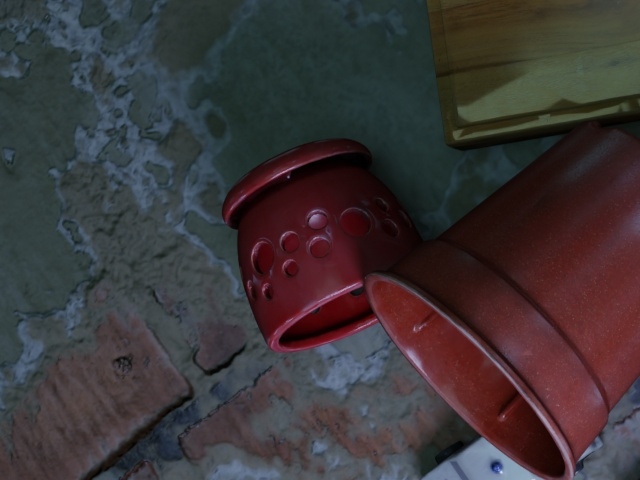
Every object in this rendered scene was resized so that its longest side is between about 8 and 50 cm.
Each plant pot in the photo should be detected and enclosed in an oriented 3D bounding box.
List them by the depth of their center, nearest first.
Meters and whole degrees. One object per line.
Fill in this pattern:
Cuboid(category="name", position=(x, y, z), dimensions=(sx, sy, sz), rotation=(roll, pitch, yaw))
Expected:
Cuboid(category="plant pot", position=(0.230, 0.045, 1.779), dimensions=(0.265, 0.272, 0.272), rotation=(-43, 73, -12))
Cuboid(category="plant pot", position=(0.000, 0.000, 1.914), dimensions=(0.191, 0.191, 0.174), rotation=(-29, 76, 16))

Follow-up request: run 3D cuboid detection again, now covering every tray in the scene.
Cuboid(category="tray", position=(0.316, -0.225, 1.874), dimensions=(0.411, 0.076, 0.202), rotation=(-9, 85, 18))

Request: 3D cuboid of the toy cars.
Cuboid(category="toy cars", position=(0.282, 0.235, 1.855), dimensions=(0.394, 0.087, 0.176), rotation=(4, 88, 20))
